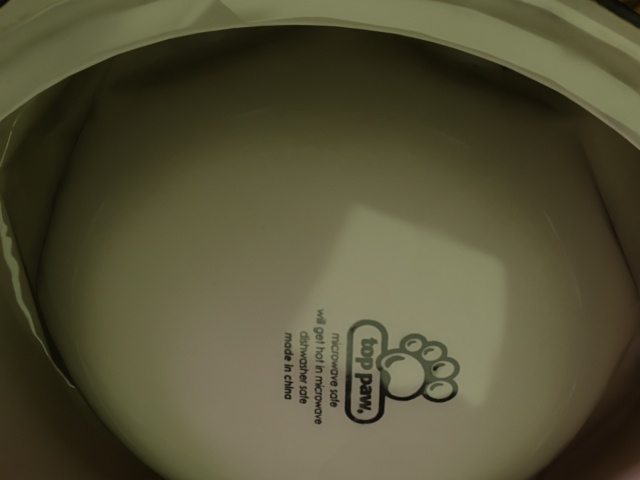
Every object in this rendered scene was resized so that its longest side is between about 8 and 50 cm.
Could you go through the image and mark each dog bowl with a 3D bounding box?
[{"bbox_3d":[0.003,0.035,0.585,0.408,0.150,0.408,3,121,5],"label":"dog bowl"}]
